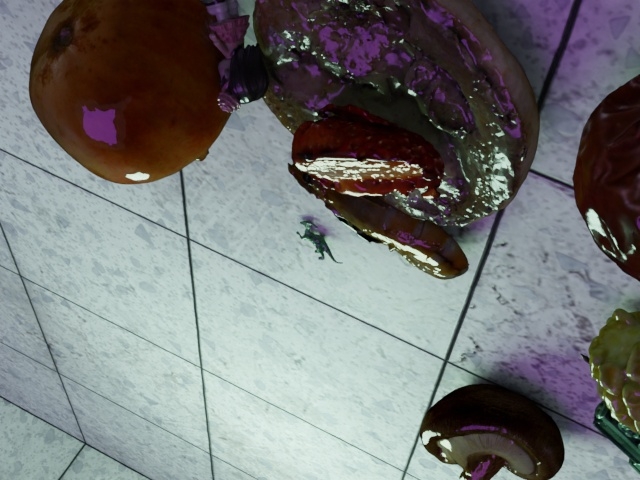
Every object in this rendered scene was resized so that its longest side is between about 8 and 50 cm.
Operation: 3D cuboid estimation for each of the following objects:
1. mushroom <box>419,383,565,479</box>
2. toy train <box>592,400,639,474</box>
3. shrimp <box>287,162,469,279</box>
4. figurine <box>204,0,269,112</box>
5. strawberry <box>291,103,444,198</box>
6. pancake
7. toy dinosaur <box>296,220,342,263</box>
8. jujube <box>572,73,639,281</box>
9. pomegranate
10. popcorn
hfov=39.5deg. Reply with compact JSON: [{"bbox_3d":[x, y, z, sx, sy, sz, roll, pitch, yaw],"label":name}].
[{"bbox_3d":[0.282,0.306,1.448,0.231,0.138,0.194,14,131,8],"label":"mushroom"},{"bbox_3d":[0.472,0.286,1.307,0.170,0.071,0.111,42,154,-13],"label":"toy train"},{"bbox_3d":[0.080,-0.029,1.239,0.287,0.063,0.152,32,171,17],"label":"shrimp"},{"bbox_3d":[-0.100,-0.219,1.045,0.054,0.072,0.129,2,114,36],"label":"figurine"},{"bbox_3d":[0.057,-0.098,0.999,0.188,0.082,0.121,7,161,30],"label":"strawberry"},{"bbox_3d":[0.077,-0.169,1.027,0.387,0.082,0.387,29,147,21],"label":"pancake"},{"bbox_3d":[0.000,0.000,1.375,0.083,0.021,0.062,17,131,25],"label":"toy dinosaur"},{"bbox_3d":[0.396,-0.017,0.871,0.342,0.216,0.216,34,149,-24],"label":"jujube"},{"bbox_3d":[-0.222,-0.189,1.117,0.229,0.252,0.270,15,165,40],"label":"pomegranate"},{"bbox_3d":[0.412,0.166,1.126,0.173,0.173,0.142,33,139,-1],"label":"popcorn"}]
